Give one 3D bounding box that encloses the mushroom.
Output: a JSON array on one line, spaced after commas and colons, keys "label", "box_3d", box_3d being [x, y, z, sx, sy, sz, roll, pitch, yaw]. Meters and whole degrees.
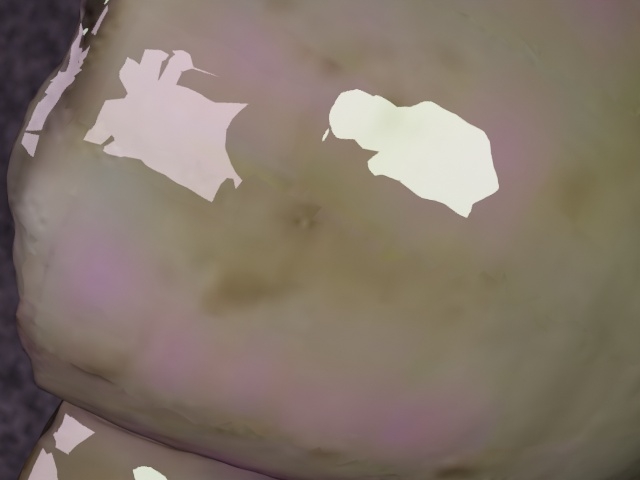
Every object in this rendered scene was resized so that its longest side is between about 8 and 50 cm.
[{"label": "mushroom", "box_3d": [0.022, 0.010, 0.486, 0.173, 0.162, 0.236, 27, 100, 11]}]
